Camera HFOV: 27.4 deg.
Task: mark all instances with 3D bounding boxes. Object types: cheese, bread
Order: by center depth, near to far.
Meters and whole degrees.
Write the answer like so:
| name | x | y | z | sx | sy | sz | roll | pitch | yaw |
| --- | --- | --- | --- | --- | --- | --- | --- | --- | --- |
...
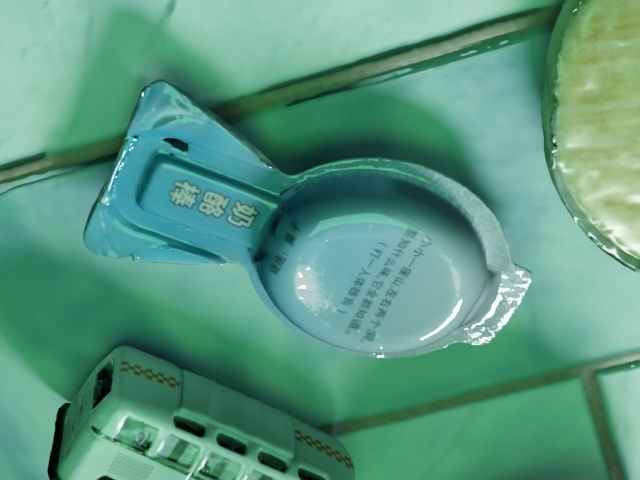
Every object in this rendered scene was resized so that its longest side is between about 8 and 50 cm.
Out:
| name | x | y | z | sx | sy | sz | roll | pitch | yaw |
| --- | --- | --- | --- | --- | --- | --- | --- | --- | --- |
| bread | 0.240 | -0.081 | 0.672 | 0.267 | 0.040 | 0.267 | 0 | 127 | 0 |
| cheese | 0.000 | 0.000 | 0.726 | 0.245 | 0.052 | 0.135 | 20 | 121 | -13 |

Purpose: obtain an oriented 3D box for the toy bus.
| name | x | y | z | sx | sy | sz | roll | pitch | yaw |
| --- | --- | --- | --- | --- | --- | --- | --- | --- | --- |
| toy bus | -0.064 | 0.138 | 0.809 | 0.194 | 0.087 | 0.089 | 26 | 113 | -17 |
